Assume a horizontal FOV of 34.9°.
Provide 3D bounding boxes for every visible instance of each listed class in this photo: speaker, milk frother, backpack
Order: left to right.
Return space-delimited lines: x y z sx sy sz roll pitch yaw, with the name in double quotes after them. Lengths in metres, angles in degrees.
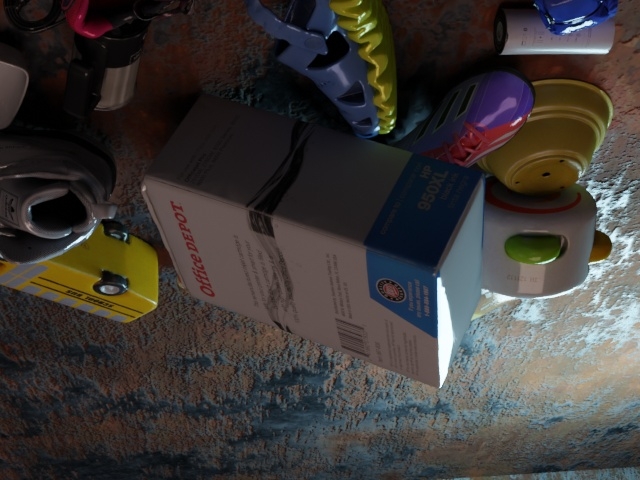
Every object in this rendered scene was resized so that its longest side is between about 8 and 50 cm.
-0.278 -0.227 1.154 0.143 0.129 0.134 40 146 7 "milk frother"
0.281 -0.251 1.224 0.136 0.055 0.055 -2 151 -7 "speaker"
0.276 -0.279 1.131 0.098 0.101 0.120 -11 155 24 "backpack"

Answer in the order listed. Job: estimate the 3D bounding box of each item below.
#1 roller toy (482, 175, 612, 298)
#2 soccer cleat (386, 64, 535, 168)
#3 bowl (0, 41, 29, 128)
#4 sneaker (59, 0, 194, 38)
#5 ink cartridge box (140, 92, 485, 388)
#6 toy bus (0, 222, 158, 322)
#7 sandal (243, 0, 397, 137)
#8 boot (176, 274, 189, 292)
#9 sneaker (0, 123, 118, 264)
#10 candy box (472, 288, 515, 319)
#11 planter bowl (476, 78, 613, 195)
0.306 -0.005 1.502 0.209 0.191 0.146 -22 123 -36 "roller toy"
0.158 -0.115 1.360 0.109 0.116 0.318 43 135 -13 "soccer cleat"
-0.425 -0.197 1.206 0.142 0.053 0.142 10 147 -26 "bowl"
-0.127 -0.288 1.033 0.299 0.112 0.121 -17 149 18 "sneaker"
0.000 0.000 1.325 0.395 0.166 0.285 18 149 19 "ink cartridge box"
-0.396 0.023 1.551 0.130 0.108 0.333 -25 146 35 "toy bus"
0.009 -0.230 1.161 0.138 0.126 0.317 -9 145 13 "sandal"
-0.161 0.051 1.694 0.158 0.059 0.084 -1 146 -6 "boot"
-0.427 -0.069 1.254 0.366 0.210 0.137 1 109 -19 "sneaker"
0.216 0.074 1.762 0.183 0.087 0.316 20 142 -37 "candy box"
0.308 -0.124 1.422 0.217 0.090 0.217 -4 151 -2 "planter bowl"
